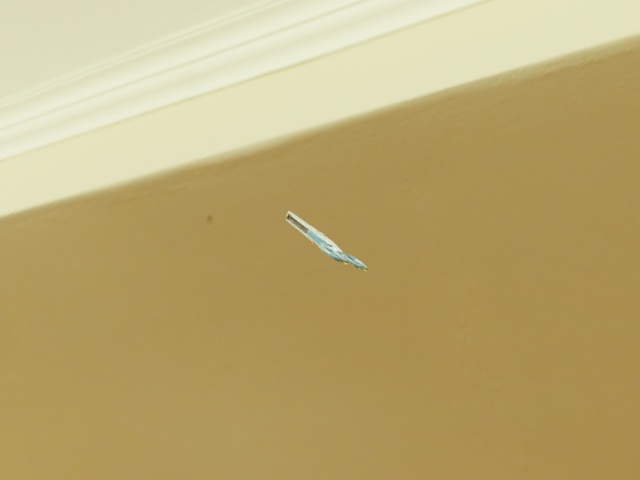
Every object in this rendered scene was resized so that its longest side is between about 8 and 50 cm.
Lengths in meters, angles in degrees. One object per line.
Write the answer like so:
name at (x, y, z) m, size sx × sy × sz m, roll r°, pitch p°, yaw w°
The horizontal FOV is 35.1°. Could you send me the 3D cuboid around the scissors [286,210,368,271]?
scissors at (0.000, 0.000, 1.037) m, size 0.119 × 0.058 × 0.014 m, roll 38°, pitch -77°, yaw 44°
